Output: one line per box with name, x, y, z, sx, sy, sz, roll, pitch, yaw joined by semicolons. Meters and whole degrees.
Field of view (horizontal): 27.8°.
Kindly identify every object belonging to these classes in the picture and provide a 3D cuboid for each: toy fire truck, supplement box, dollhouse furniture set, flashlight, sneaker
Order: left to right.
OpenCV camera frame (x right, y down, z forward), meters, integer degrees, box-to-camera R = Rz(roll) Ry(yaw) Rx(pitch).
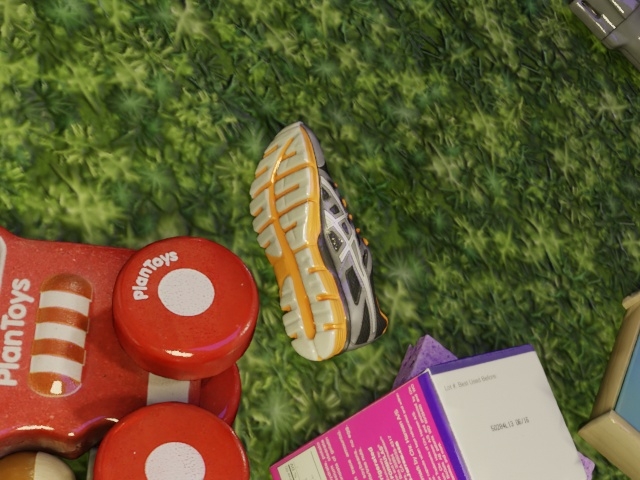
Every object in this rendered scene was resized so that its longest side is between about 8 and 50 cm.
toy fire truck;-0.179;0.128;0.884;0.253;0.169;0.302;6;57;-6
sneaker;0.000;0.000;1.130;0.083;0.084;0.215;0;73;-40
supplement box;0.074;0.176;0.976;0.111;0.220;0.114;-8;70;-38
flashlight;0.443;-0.216;1.568;0.304;0.103;0.103;45;20;-3
dollhouse furniture set;0.451;0.132;1.221;0.286;0.303;0.198;40;48;-10

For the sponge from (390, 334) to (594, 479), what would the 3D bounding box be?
sponge;0.149;0.190;1.152;0.210;0.031;0.117;38;48;-12
